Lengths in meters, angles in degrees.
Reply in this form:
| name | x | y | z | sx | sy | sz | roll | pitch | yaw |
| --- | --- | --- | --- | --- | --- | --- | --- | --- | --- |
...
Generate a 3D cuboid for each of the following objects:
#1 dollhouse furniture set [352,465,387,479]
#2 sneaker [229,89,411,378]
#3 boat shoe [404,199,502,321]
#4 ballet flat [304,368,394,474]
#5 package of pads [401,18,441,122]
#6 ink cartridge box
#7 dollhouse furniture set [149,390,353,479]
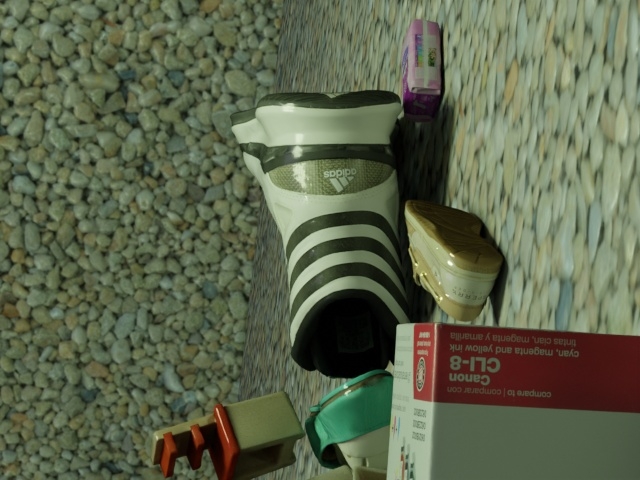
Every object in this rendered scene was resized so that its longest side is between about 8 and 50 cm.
| name | x | y | z | sx | sy | sz | roll | pitch | yaw |
| --- | --- | --- | --- | --- | --- | --- | --- | --- | --- |
| dollhouse furniture set | 0.082 | 0.160 | 1.176 | 0.091 | 0.114 | 0.081 | -91 | 13 | -56 |
| sneaker | -0.001 | 0.000 | 1.763 | 0.447 | 0.169 | 0.258 | -159 | 68 | -90 |
| boat shoe | 0.093 | 0.014 | 1.397 | 0.170 | 0.063 | 0.059 | -109 | 31 | -72 |
| ballet flat | 0.039 | 0.178 | 1.727 | 0.247 | 0.083 | 0.087 | 124 | 126 | -76 |
| package of pads | 0.091 | -0.153 | 1.672 | 0.050 | 0.032 | 0.083 | 100 | 172 | -55 |
| ink cartridge box | 0.103 | 0.133 | 0.945 | 0.128 | 0.127 | 0.176 | 156 | 117 | -82 |
| dollhouse furniture set | -0.052 | 0.285 | 1.732 | 0.262 | 0.135 | 0.259 | 106 | 144 | -61 |
